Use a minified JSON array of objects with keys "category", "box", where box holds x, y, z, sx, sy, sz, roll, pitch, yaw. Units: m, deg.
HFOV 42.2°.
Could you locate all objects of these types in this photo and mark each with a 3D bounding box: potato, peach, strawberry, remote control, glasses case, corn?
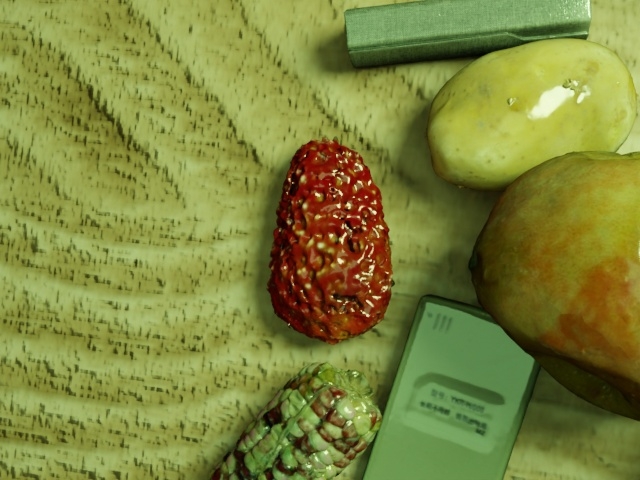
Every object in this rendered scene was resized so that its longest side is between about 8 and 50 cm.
[{"category":"potato","box":[0.176,-0.106,0.699,0.178,0.109,0.118,-15,61,5]},{"category":"peach","box":[0.229,0.031,0.632,0.235,0.214,0.214,15,91,-1]},{"category":"strawberry","box":[0.000,0.000,0.741,0.121,0.082,0.188,-8,90,12]},{"category":"remote control","box":[0.104,0.197,0.741,0.123,0.038,0.285,16,94,11]},{"category":"glasses case","box":[0.127,-0.186,0.728,0.204,0.071,0.047,-4,92,9]},{"category":"corn","box":[-0.054,0.224,0.741,0.092,0.092,0.280,42,98,8]}]
